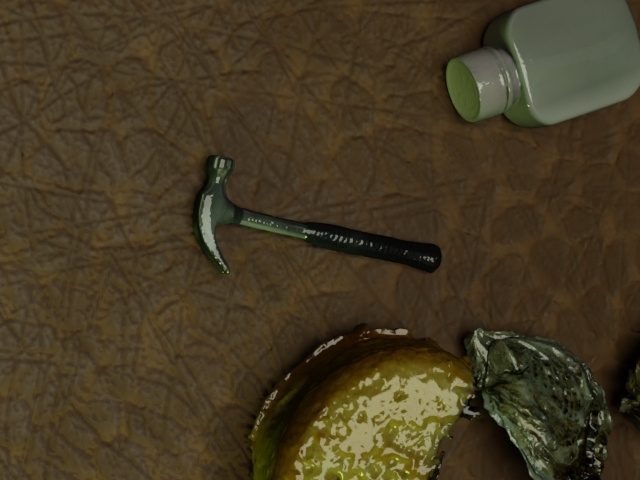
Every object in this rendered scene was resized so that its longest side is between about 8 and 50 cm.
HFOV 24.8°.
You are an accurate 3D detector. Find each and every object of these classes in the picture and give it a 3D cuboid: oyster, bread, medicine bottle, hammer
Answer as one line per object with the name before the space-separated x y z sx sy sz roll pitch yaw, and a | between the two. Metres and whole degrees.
oyster | 0.211 0.159 1.390 0.125 0.064 0.177 -9 74 -37
bread | 0.018 0.188 1.284 0.147 0.160 0.260 30 86 -11
medicine bottle | 0.215 -0.170 1.398 0.183 0.069 0.119 -20 98 -20
hammer | 0.000 0.000 1.344 0.246 0.029 0.103 14 85 -21

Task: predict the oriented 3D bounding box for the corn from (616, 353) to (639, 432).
corn | 0.426 0.082 1.454 0.318 0.115 0.115 -42 103 -15
